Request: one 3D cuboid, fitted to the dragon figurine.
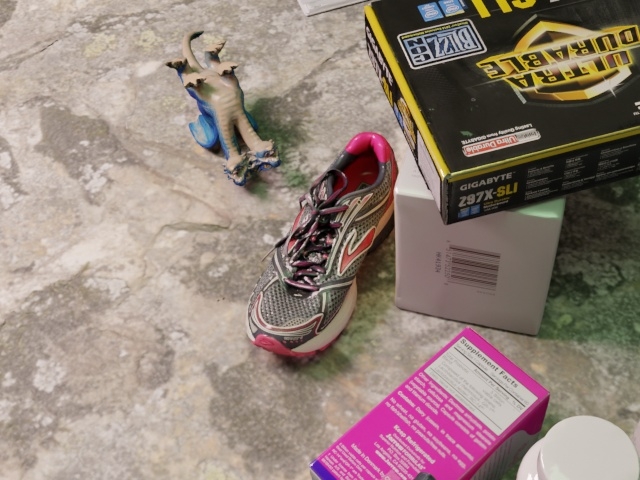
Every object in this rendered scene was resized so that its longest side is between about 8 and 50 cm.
[{"bbox_3d":[-0.137,-0.178,1.253,0.085,0.144,0.289,-24,35,-11],"label":"dragon figurine"}]

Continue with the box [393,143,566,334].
[{"bbox_3d":[0.202,-0.103,1.086,0.168,0.215,0.345,10,54,13],"label":"box"}]

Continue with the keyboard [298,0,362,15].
[{"bbox_3d":[0.087,-0.398,1.452,0.256,0.014,0.072,-17,48,-8],"label":"keyboard"}]

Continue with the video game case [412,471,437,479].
[{"bbox_3d":[0.067,0.362,0.786,0.196,0.026,0.274,47,68,-6],"label":"video game case"}]

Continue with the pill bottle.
[{"bbox_3d":[0.224,0.235,0.839,0.108,0.193,0.108,-2,52,3],"label":"pill bottle"}]

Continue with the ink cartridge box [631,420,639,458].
[{"bbox_3d":[0.357,0.244,0.886,0.092,0.090,0.143,-8,52,-1],"label":"ink cartridge box"}]

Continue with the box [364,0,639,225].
[{"bbox_3d":[0.232,-0.168,0.950,0.322,0.079,0.257,-14,51,-5],"label":"box"}]

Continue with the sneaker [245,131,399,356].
[{"bbox_3d":[0.000,0.000,1.090,0.121,0.112,0.299,17,57,17],"label":"sneaker"}]

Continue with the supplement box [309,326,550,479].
[{"bbox_3d":[0.107,0.207,0.922,0.220,0.111,0.114,-36,58,-21],"label":"supplement box"}]
